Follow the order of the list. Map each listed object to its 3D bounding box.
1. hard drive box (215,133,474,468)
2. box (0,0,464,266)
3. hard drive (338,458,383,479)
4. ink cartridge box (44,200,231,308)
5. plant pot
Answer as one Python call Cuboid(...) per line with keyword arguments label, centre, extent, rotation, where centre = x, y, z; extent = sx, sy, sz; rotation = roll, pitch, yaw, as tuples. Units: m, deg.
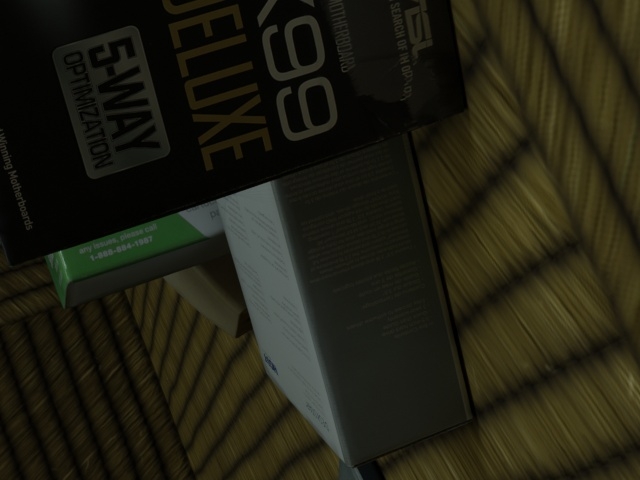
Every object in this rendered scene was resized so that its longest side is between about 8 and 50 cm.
Cuboid(label="hard drive box", centre=(0.000, 0.000, 0.855), extent=(0.181, 0.089, 0.232), rotation=(-143, 36, -66))
Cuboid(label="box", centre=(-0.077, -0.170, 0.610), extent=(0.076, 0.243, 0.307), rotation=(-136, 31, -61))
Cuboid(label="hard drive", centre=(0.053, 0.245, 1.118), extent=(0.094, 0.022, 0.135), rotation=(91, 155, -54))
Cuboid(label="ink cartridge box", centre=(-0.142, -0.116, 0.999), extent=(0.117, 0.201, 0.278), rotation=(130, 120, -73))
Cuboid(label="plant pot", centre=(-0.066, 0.016, 1.114), extent=(0.096, 0.109, 0.109), rotation=(53, 161, 14))
